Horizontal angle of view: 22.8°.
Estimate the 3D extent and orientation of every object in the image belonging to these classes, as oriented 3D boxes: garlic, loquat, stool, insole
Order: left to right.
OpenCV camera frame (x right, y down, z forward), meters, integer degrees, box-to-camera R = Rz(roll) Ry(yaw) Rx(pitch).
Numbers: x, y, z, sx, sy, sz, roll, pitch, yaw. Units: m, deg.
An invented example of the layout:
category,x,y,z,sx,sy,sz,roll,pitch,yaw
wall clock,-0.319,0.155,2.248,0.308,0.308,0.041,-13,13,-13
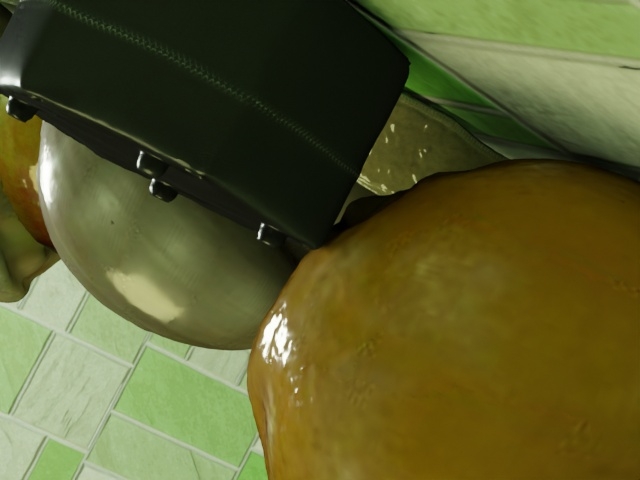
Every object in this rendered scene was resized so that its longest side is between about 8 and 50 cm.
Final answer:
category,x,y,z,sx,sy,sz,roll,pitch,yaw
stool,-0.074,-0.097,0.925,0.232,0.141,0.232,28,175,3
garlic,-0.049,-0.014,1.190,0.340,0.231,0.246,38,168,-35
insole,0.090,-0.043,1.068,0.248,0.081,0.011,26,-144,-12
loquat,0.119,0.102,0.964,0.328,0.328,0.328,27,175,2

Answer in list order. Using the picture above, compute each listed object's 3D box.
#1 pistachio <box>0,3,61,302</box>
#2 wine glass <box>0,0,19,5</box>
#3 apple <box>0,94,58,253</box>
category,x,y,z,sx,sy,sz,roll,pitch,yaw
pistachio,-0.401,-0.116,1.585,0.445,0.281,0.365,39,163,33
wine glass,-0.266,-0.217,1.343,0.083,0.042,0.039,24,-156,12
apple,-0.138,-0.078,1.450,0.254,0.179,0.346,-20,154,23
